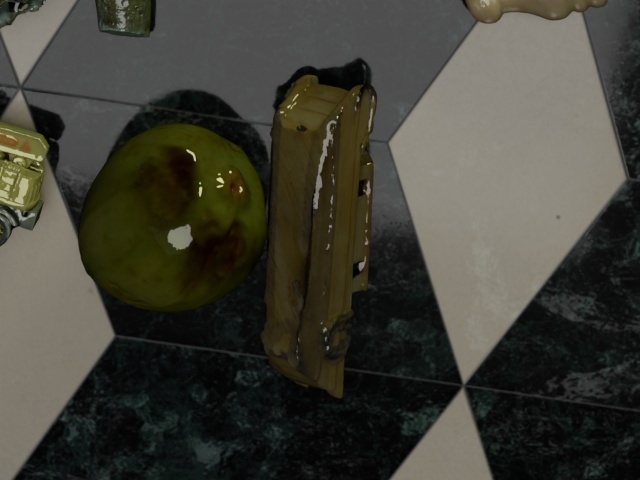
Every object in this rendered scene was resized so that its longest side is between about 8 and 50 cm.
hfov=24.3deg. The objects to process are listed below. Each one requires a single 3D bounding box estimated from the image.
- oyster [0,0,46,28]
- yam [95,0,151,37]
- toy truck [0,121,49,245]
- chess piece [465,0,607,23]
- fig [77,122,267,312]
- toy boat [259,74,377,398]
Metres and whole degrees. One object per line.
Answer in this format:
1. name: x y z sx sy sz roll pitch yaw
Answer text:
1. oyster: -0.379 -0.400 1.863 0.198 0.112 0.268 43 86 -7
2. yam: -0.257 -0.346 1.917 0.078 0.078 0.179 0 108 -1
3. toy truck: -0.491 -0.107 1.959 0.272 0.124 0.157 20 106 -6
4. chess piece: 0.334 -0.351 1.908 0.307 0.124 0.139 -20 133 9
5. fig: -0.205 -0.022 1.944 0.271 0.239 0.239 -21 107 31
6. toy boat: 0.000 0.000 1.998 0.135 0.162 0.446 15 108 36
